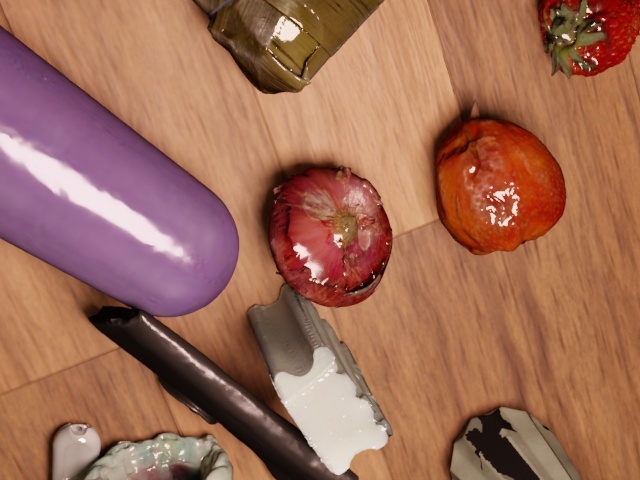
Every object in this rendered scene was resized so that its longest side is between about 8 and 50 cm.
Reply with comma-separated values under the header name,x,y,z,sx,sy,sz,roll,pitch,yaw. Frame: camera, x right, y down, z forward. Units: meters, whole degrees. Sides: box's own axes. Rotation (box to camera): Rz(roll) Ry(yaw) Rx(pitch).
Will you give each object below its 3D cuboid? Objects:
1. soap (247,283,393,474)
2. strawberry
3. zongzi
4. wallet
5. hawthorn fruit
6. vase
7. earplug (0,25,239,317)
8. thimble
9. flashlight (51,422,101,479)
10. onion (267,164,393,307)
name,x,y,z,sx,sy,sz,roll,pitch,yaw
soap,-0.010,0.165,1.338,0.094,0.261,0.150,-37,109,2
strawberry,0.346,-0.283,1.388,0.131,0.148,0.131,14,124,22
zongzi,-0.054,-0.360,1.261,0.300,0.138,0.286,43,88,-10
wallet,-0.128,0.199,1.357,0.377,0.197,0.051,43,69,-21
hawthorn fruit,0.224,-0.068,1.394,0.179,0.173,0.173,40,93,6
vase,0.289,0.348,1.404,0.165,0.360,0.165,-3,105,-13
earplug,-0.290,-0.069,1.242,0.456,0.215,0.215,35,95,-22
thimble,-0.197,0.348,1.390,0.211,0.185,0.149,-26,121,-49
flashlight,-0.326,0.335,1.420,0.093,0.047,0.200,6,104,-16
onion,0.000,0.000,1.369,0.184,0.147,0.184,18,62,-38
